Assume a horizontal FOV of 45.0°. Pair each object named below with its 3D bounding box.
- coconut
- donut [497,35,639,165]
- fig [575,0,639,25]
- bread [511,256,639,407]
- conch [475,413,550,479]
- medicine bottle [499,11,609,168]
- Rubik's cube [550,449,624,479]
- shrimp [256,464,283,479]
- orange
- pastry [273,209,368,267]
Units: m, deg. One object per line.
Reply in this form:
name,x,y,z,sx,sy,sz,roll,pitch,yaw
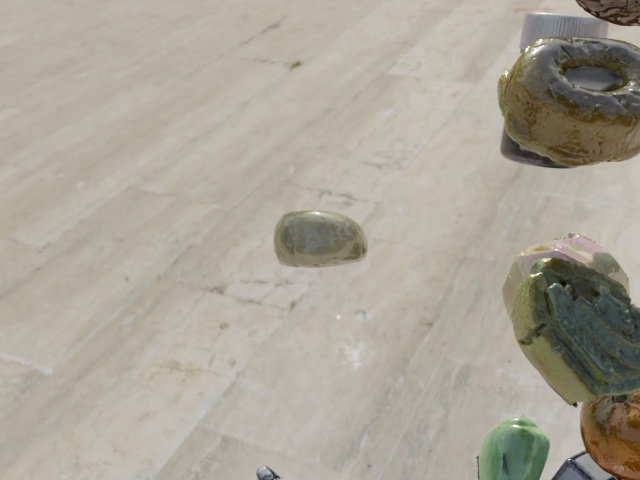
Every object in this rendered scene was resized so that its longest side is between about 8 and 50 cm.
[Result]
coconut,0.498,0.104,1.605,0.233,0.233,0.245,26,28,38
donut,0.423,-0.225,1.235,0.261,0.128,0.208,-6,59,-12
fig,0.406,-0.364,0.823,0.286,0.286,0.369,-9,25,-6
bread,0.422,0.148,1.263,0.257,0.124,0.186,43,75,7
conch,0.417,0.506,1.724,0.143,0.137,0.251,24,77,16
medicine bottle,0.436,-0.280,1.444,0.165,0.273,0.165,6,17,-2
Rubik's cube,0.664,0.675,1.712,0.337,0.344,0.344,-5,40,-45
shrimp,-0.078,0.534,1.593,0.056,0.065,0.165,-43,54,-2
orange,0.608,0.338,1.463,0.240,0.171,0.240,-32,24,16
pastry,0.000,0.000,1.240,0.156,0.092,0.156,4,-2,0
